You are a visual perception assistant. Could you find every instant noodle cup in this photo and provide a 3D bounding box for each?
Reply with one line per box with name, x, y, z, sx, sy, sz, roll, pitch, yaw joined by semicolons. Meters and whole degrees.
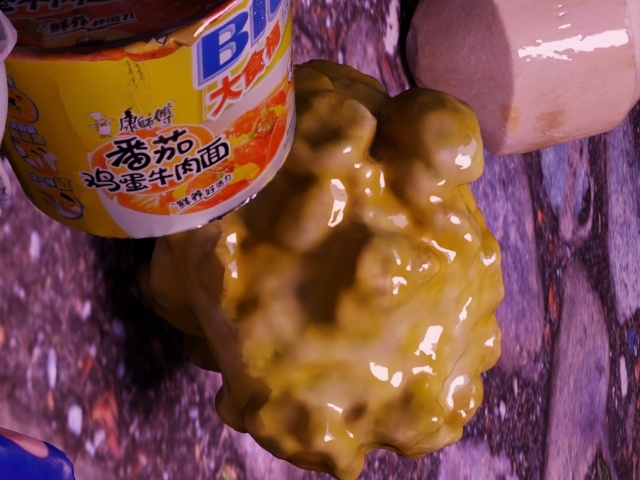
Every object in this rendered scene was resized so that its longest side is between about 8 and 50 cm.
instant noodle cup;-0.103;-0.106;0.942;0.153;0.205;0.205;82;20;-45

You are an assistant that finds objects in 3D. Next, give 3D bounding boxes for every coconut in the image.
coconut;0.184;-0.190;1.642;0.241;0.241;0.241;0;90;-69

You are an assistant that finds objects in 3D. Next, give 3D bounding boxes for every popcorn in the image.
popcorn;0.000;0.000;1.127;0.235;0.241;0.250;-35;135;-46

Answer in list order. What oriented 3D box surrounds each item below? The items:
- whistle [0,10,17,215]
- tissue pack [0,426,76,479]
whistle;-0.228;-0.098;0.706;0.142;0.133;0.346;-45;135;-4
tissue pack;-0.213;0.156;0.717;0.269;0.137;0.209;40;52;-67
